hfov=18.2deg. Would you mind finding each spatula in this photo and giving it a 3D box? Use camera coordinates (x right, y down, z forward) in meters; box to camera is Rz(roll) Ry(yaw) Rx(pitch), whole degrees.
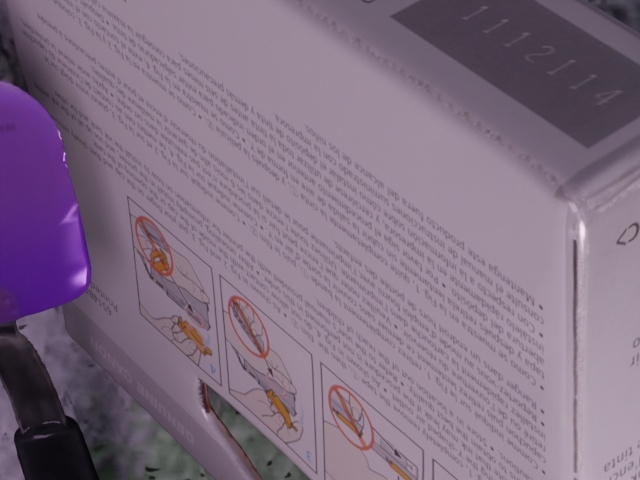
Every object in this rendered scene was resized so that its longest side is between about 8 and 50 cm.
[{"bbox_3d":[-0.110,0.061,0.758,0.084,0.030,0.296,-11,133,1],"label":"spatula"}]

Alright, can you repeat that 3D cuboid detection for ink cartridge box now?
[{"bbox_3d":[0.000,0.000,0.653,0.296,0.066,0.261,39,148,37],"label":"ink cartridge box"}]
